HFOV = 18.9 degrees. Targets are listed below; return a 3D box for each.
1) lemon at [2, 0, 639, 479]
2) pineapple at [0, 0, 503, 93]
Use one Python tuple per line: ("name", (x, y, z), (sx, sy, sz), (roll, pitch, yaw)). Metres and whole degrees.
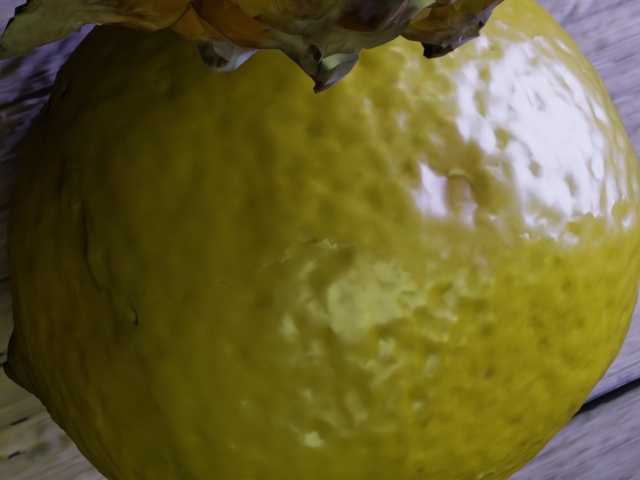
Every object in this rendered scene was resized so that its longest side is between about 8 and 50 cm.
("lemon", (0.007, -0.004, 0.738), (0.253, 0.228, 0.228), (-28, 126, -22))
("pineapple", (-0.034, -0.222, 0.558), (0.352, 0.300, 0.352), (-14, 118, -29))
